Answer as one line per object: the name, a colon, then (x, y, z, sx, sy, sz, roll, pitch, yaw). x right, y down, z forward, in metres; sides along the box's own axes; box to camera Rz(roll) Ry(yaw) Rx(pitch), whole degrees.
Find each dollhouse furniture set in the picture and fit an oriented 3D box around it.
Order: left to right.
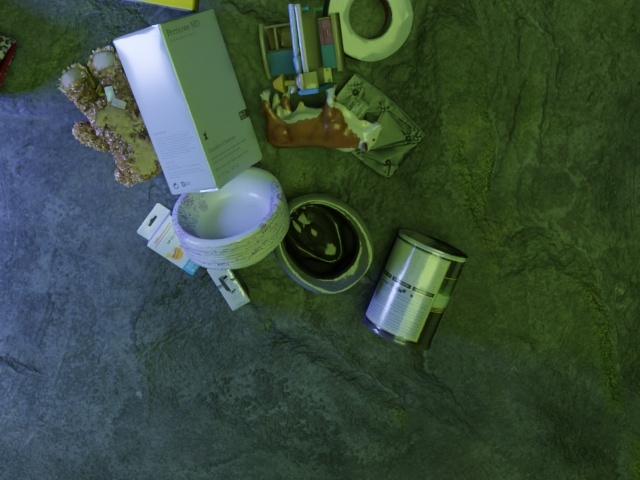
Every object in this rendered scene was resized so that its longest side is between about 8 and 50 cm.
dollhouse furniture set: (-0.083, -0.482, 1.638, 0.198, 0.303, 0.287, -3, 108, 17)

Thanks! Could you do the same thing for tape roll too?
tape roll: (0.118, -0.563, 1.803, 0.219, 0.072, 0.219, -3, 107, -10)

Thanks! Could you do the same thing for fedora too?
fedora: (0.000, 0.000, 1.913, 0.275, 0.124, 0.244, 40, 94, -11)

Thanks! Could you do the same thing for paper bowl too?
paper bowl: (-0.214, -0.043, 1.788, 0.284, 0.284, 0.148, -21, 133, -4)

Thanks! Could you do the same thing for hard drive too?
hard drive: (0.132, -0.299, 1.888, 0.254, 0.054, 0.172, 38, 97, -16)

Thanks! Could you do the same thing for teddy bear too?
teddy bear: (-0.494, -0.304, 1.762, 0.338, 0.113, 0.245, 43, 88, -10)

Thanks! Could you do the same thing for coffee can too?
coffee can: (0.256, 0.131, 1.955, 0.201, 0.201, 0.276, 18, 102, -14)

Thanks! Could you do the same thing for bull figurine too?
bull figurine: (-0.005, -0.301, 1.784, 0.310, 0.101, 0.189, -1, 117, 19)

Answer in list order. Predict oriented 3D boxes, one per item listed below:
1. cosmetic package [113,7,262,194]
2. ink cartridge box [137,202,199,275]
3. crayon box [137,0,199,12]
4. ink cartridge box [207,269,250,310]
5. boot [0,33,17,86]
cosmetic package: (-0.304, -0.328, 1.698, 0.156, 0.217, 0.385, -4, 115, 31)
ink cartridge box: (-0.379, -0.004, 1.877, 0.181, 0.061, 0.104, 35, 97, -17)
crayon box: (-0.444, -0.711, 1.630, 0.362, 0.106, 0.313, 9, 105, -6)
ink cartridge box: (-0.246, 0.105, 1.912, 0.056, 0.099, 0.135, -30, 108, 0)
boot: (-0.901, -0.383, 1.643, 0.284, 0.138, 0.378, 28, 94, -16)
